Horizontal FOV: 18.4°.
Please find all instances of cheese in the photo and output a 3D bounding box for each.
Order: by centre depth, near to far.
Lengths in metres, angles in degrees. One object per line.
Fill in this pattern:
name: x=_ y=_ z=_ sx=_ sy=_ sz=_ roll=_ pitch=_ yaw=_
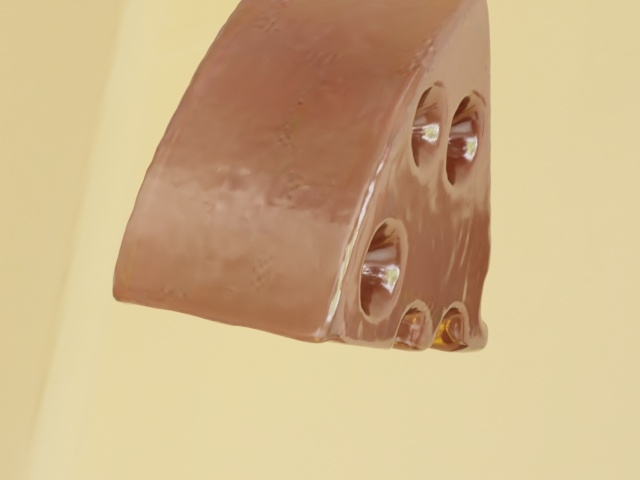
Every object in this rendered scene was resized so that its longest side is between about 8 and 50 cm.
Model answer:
cheese: x=-0.011 y=-0.006 z=0.920 sx=0.128 sy=0.177 sz=0.203 roll=13 pitch=-58 yaw=25
